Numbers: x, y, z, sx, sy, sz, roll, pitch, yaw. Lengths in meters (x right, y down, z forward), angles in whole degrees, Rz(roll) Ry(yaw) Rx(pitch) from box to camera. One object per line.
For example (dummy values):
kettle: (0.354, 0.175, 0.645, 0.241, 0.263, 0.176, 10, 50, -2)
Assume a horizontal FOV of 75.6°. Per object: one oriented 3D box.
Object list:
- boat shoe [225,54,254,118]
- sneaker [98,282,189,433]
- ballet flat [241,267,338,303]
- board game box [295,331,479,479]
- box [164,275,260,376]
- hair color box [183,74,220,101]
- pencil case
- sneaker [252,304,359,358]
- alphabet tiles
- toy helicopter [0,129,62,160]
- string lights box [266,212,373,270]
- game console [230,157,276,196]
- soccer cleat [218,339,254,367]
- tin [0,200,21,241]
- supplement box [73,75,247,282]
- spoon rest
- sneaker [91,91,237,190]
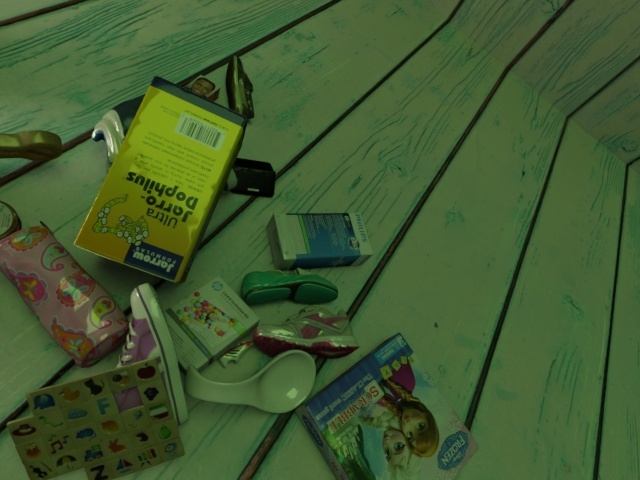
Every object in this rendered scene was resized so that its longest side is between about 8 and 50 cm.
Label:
boat shoe: (-0.242, -0.461, 1.259, 0.073, 0.080, 0.224, 4, 65, -30)
sneaker: (-0.335, 0.223, 0.724, 0.161, 0.102, 0.282, -11, 101, -24)
ballet flat: (-0.072, 0.103, 1.001, 0.247, 0.083, 0.087, 3, 46, -26)
board game box: (0.157, 0.423, 0.924, 0.318, 0.066, 0.318, -27, 76, -35)
box: (-0.246, 0.180, 0.881, 0.145, 0.038, 0.186, 43, 51, 16)
hair color box: (-0.360, -0.413, 1.191, 0.072, 0.043, 0.141, 33, 52, -3)
pencil case: (-0.485, 0.101, 0.781, 0.284, 0.124, 0.124, 45, 53, 6)
sneaker: (-0.035, 0.206, 0.950, 0.252, 0.103, 0.111, 10, 53, -28)
alphabet tiles: (-0.371, 0.316, 0.688, 0.237, 0.009, 0.198, -13, 105, -12)
toy helicopter: (-0.695, -0.189, 0.781, 0.355, 0.235, 0.140, -11, 76, -36)
string lights box: (0.000, 0.000, 1.095, 0.259, 0.077, 0.133, -2, 63, -26)
game console: (-0.192, -0.177, 1.150, 0.122, 0.071, 0.107, 4, 90, -23)
soccer cleat: (-0.179, 0.245, 0.896, 0.083, 0.029, 0.036, -21, 81, -30)
tin: (-0.703, -0.035, 0.808, 0.189, 0.040, 0.106, 1, 57, -25)
supplement box: (-0.313, -0.109, 0.860, 0.195, 0.194, 0.357, 22, 79, -12)
spoon rest: (-0.124, 0.287, 0.830, 0.276, 0.084, 0.137, 9, 94, -32)
sneaker: (-0.393, -0.196, 1.014, 0.236, 0.130, 0.323, -43, 96, -21)
